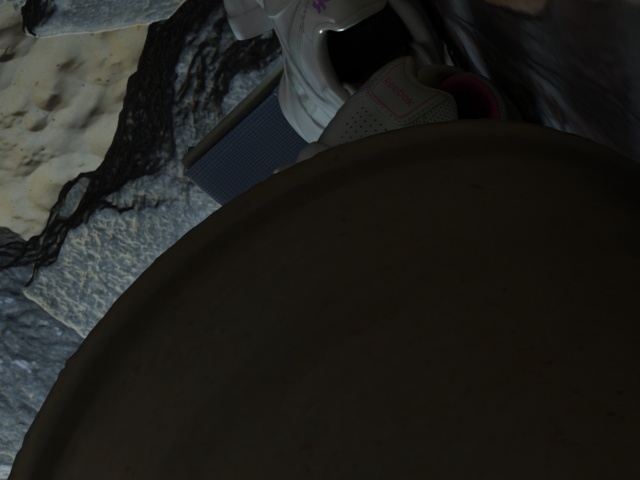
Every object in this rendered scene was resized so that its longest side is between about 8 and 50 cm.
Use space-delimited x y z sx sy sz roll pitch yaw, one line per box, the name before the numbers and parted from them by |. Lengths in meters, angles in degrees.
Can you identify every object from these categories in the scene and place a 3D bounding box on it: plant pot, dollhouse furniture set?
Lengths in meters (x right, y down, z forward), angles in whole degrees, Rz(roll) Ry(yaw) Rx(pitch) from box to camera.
plant pot | 0.101 0.161 0.385 0.334 0.334 0.305 57 169 -29
dollhouse furniture set | 0.000 0.000 1.209 0.303 0.286 0.198 43 -171 -35

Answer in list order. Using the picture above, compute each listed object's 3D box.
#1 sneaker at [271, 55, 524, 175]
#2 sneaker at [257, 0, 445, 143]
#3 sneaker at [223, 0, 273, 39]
sneaker | 0.084 -0.040 0.795 0.103 0.111 0.252 46 -162 23
sneaker | 0.030 -0.105 0.927 0.152 0.114 0.305 60 -178 33
sneaker | -0.052 -0.262 1.099 0.169 0.108 0.292 59 171 -9
